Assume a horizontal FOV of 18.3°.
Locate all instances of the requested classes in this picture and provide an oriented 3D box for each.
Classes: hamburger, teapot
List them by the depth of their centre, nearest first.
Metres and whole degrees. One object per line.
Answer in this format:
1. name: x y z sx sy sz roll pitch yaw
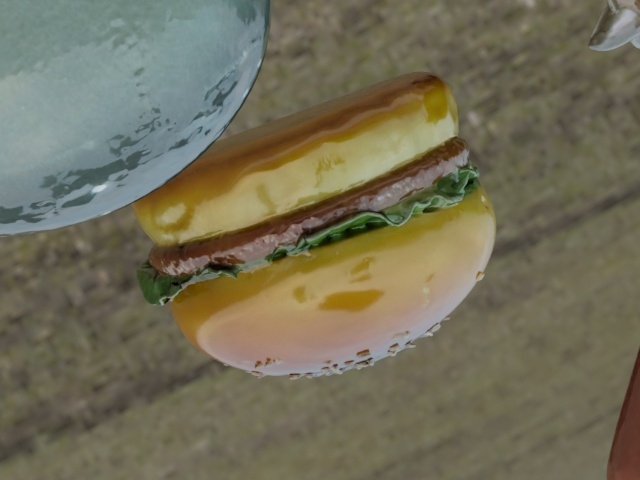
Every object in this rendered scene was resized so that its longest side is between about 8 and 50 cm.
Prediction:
1. teapot: -0.124 -0.132 0.701 0.183 0.183 0.251 -27 129 -13
2. hamburger: 0.002 -0.001 1.295 0.246 0.170 0.246 -21 -177 1

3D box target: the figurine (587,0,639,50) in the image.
1. figurine: 0.250 -0.192 1.402 0.166 0.387 0.207 -46 139 -8

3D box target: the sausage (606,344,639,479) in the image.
1. sausage: 0.164 0.051 0.830 0.062 0.062 0.154 -47 -163 56
